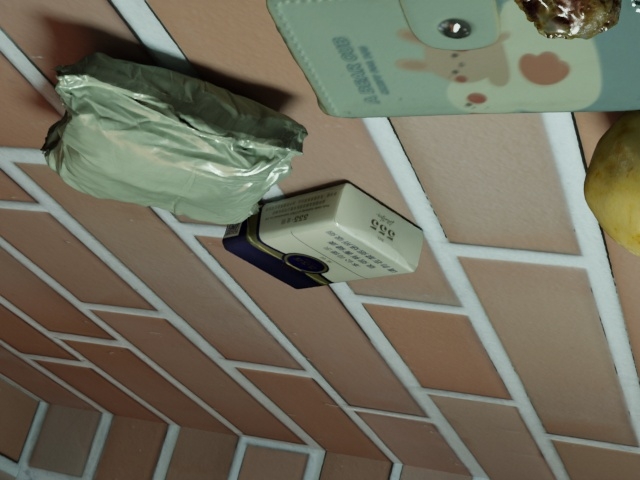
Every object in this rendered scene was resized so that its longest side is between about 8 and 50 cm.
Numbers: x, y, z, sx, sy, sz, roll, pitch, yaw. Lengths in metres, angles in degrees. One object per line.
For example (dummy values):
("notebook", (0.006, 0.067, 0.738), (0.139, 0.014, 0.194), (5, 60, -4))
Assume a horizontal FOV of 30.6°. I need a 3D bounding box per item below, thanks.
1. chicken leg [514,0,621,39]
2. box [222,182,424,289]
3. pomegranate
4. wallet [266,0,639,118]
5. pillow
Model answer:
("chicken leg", (0.176, -0.247, 0.908), (0.125, 0.080, 0.196), (-29, 109, 31))
("box", (0.000, 0.000, 1.677), (0.168, 0.071, 0.259), (30, 152, -33))
("pomegranate", (0.360, -0.063, 1.173), (0.196, 0.196, 0.196), (13, 158, 6))
("wallet", (0.137, -0.198, 1.099), (0.360, 0.083, 0.252), (-1, 152, 20))
("pillow", (-0.194, -0.111, 1.453), (0.310, 0.138, 0.283), (16, 159, -8))
